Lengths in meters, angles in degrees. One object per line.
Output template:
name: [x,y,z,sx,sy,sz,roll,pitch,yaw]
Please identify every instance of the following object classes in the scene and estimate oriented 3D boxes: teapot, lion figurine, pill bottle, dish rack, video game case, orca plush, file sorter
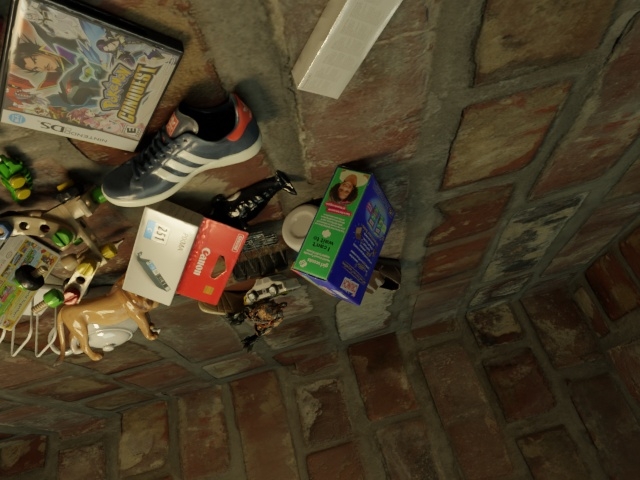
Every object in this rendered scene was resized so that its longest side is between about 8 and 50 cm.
teapot: [-0.718,0.279,1.482,0.256,0.187,0.252,-31,148,27]
lion figurine: [-0.634,0.207,1.322,0.392,0.142,0.240,-22,113,-18]
pill bottle: [0.000,0.000,1.399,0.146,0.146,0.264,-25,151,15]
dish rack: [-0.217,0.041,1.443,0.208,0.074,0.271,-16,151,-3]
video game case: [-0.414,-0.281,0.786,0.248,0.035,0.275,9,143,-38]
orca plush: [-0.194,-0.068,1.217,0.287,0.102,0.151,-22,152,10]
video game case: [-0.783,0.091,1.099,0.026,0.227,0.206,16,158,18]
file sorter: [-0.943,0.233,1.294,0.278,0.173,0.193,16,138,-44]

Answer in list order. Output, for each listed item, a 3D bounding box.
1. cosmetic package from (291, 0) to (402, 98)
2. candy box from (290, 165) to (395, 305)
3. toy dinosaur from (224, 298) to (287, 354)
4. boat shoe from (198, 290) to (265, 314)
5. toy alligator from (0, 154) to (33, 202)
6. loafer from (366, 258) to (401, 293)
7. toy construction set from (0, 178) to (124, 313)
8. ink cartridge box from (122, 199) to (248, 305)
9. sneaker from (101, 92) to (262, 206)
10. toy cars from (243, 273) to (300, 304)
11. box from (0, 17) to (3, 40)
cosmetic package: [0.043,-0.380,0.821,0.099,0.060,0.239,1,147,-34]
candy box: [0.079,-0.004,1.261,0.122,0.317,0.268,15,165,28]
toy dinosaur: [-0.207,0.294,1.643,0.218,0.164,0.322,-32,150,0]
boat shoe: [-0.344,0.255,1.732,0.285,0.102,0.092,-1,144,-38]
toy alligator: [-0.627,-0.144,0.909,0.051,0.056,0.189,-48,171,-34]
loafer: [0.198,0.142,1.777,0.366,0.130,0.134,3,146,-32]
toy construction set: [-0.553,-0.010,1.048,0.237,0.257,0.309,-35,179,-2]
ink cartridge box: [-0.369,0.056,1.202,0.261,0.066,0.296,22,122,-12]
sneaker: [-0.298,-0.195,0.903,0.350,0.131,0.148,-28,152,-7]
toy cars: [-0.187,0.164,1.572,0.177,0.087,0.394,-14,173,-14]
box: [-0.594,-0.238,0.675,0.128,0.122,0.257,14,140,-43]
